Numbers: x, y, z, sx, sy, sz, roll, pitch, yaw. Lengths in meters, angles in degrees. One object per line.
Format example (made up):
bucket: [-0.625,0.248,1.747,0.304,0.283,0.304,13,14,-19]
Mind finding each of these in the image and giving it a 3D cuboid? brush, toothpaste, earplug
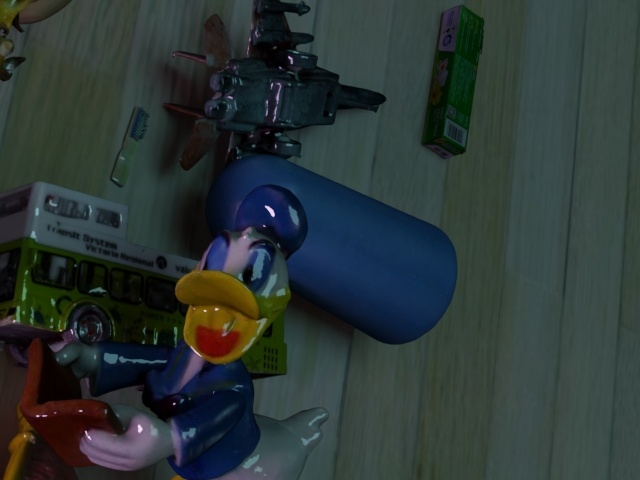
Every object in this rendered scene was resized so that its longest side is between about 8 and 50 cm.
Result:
brush: [-0.178,-0.089,1.486,0.016,0.013,0.084,35,59,-34]
toothpaste: [0.154,-0.183,1.807,0.043,0.037,0.179,26,62,-33]
earplug: [0.000,0.000,1.528,0.273,0.132,0.132,27,62,-42]

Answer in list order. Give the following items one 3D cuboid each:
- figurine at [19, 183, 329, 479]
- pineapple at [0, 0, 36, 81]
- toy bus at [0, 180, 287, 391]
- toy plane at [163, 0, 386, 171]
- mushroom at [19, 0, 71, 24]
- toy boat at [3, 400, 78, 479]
figurine: [-0.114,0.105,1.269,0.283,0.204,0.338,17,98,-38]
pineapple: [-0.347,-0.223,1.012,0.352,0.352,0.300,-19,67,-44]
toy bus: [-0.168,0.053,1.395,0.301,0.113,0.139,17,69,-42]
toy plane: [-0.019,-0.144,1.586,0.326,0.104,0.223,-1,107,-47]
mushroom: [-0.311,-0.278,1.279,0.234,0.254,0.260,-38,105,-3]
toy boat: [-0.251,0.279,1.269,0.141,0.099,0.318,80,22,-61]
